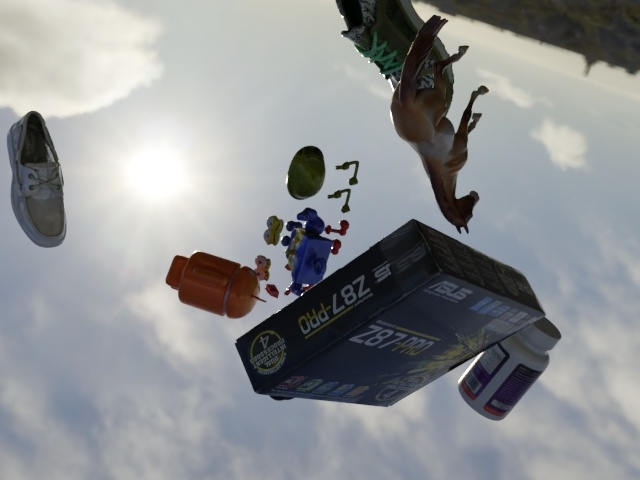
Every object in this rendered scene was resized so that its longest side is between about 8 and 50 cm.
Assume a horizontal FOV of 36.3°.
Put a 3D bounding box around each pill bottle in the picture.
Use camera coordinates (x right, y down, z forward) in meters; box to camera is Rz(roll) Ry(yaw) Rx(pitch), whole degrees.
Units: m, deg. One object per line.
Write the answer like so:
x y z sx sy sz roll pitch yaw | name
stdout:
0.342 0.221 1.751 0.108 0.193 0.108 29 -157 -13 | pill bottle

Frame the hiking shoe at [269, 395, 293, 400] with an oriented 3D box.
-0.063 0.220 1.717 0.113 0.132 0.304 38 158 2 | hiking shoe

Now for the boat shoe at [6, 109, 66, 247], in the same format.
-0.550 -0.124 1.899 0.098 0.096 0.277 -8 -109 -35 | boat shoe

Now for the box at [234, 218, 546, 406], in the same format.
0.115 0.125 1.427 0.395 0.318 0.097 22 -143 -56 | box

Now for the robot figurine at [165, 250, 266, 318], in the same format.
-0.228 0.099 2.158 0.219 0.158 0.128 17 -140 9 | robot figurine

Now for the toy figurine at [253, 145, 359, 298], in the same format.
0.000 0.000 2.138 0.191 0.362 0.217 11 -161 -22 | toy figurine

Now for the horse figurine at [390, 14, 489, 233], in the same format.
0.147 -0.152 1.197 0.066 0.174 0.263 10 151 35 | horse figurine

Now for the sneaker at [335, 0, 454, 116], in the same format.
0.111 -0.396 1.917 0.182 0.410 0.158 -33 -172 -37 | sneaker
